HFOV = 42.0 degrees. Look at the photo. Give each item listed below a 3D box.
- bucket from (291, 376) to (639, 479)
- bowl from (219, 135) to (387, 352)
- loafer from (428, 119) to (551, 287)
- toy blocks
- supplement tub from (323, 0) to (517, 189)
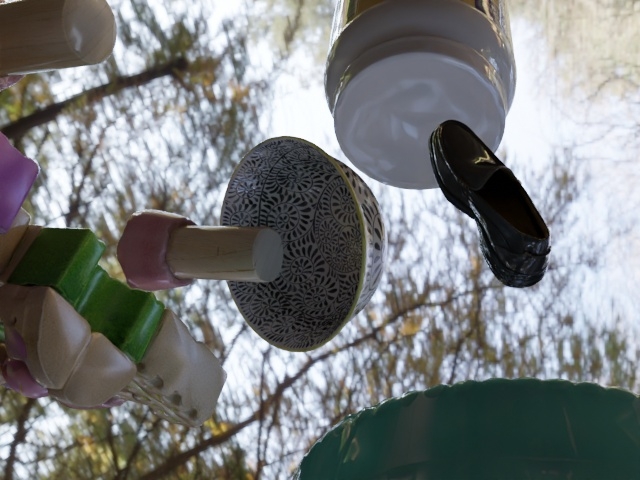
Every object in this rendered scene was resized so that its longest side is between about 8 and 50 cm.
[{"bbox_3d":[0.088,0.202,0.340,0.281,0.281,0.183,-2,-141,15],"label":"bucket"},{"bbox_3d":[0.000,0.000,0.675,0.080,0.170,0.170,-7,-155,-43],"label":"bowl"},{"bbox_3d":[0.147,-0.044,0.705,0.062,0.061,0.170,-18,-120,-20],"label":"loafer"},{"bbox_3d":[-0.231,0.040,0.530,0.260,0.288,0.308,1,-126,30],"label":"toy blocks"},{"bbox_3d":[0.130,-0.250,1.097,0.241,0.241,0.331,-5,-136,11],"label":"supplement tub"}]
